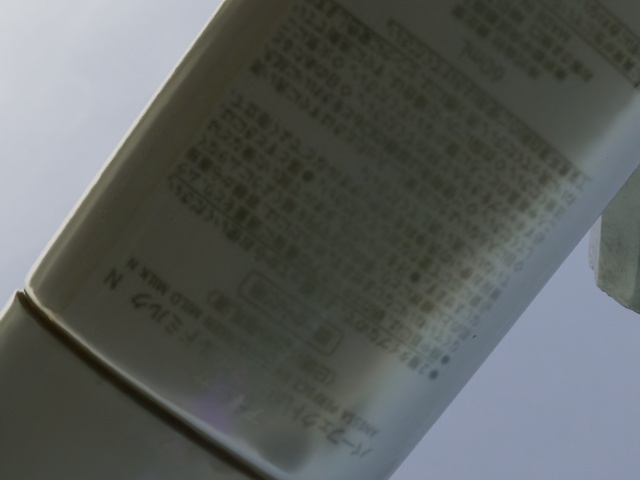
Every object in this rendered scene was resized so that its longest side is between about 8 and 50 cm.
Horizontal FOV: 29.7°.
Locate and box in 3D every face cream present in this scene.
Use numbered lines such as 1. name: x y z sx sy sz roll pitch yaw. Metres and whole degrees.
1. face cream: 0.000 0.000 0.480 0.173 0.348 0.081 36 -175 -13

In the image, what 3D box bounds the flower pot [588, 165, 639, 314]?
1. flower pot: 0.274 -0.062 0.844 0.212 0.202 0.212 2 -151 -1
